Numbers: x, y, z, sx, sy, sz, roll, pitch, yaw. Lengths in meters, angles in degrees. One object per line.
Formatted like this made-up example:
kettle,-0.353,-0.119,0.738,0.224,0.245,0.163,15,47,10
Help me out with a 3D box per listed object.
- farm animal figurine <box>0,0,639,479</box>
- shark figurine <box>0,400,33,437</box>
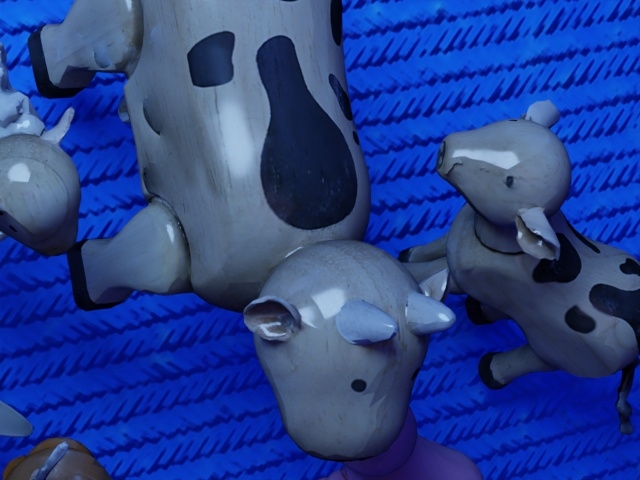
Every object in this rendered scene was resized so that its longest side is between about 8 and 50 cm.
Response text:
farm animal figurine,0.000,0.000,0.568,0.330,0.172,0.327,-29,96,-38
shark figurine,-0.229,0.162,0.585,0.166,0.116,0.278,7,91,-27
